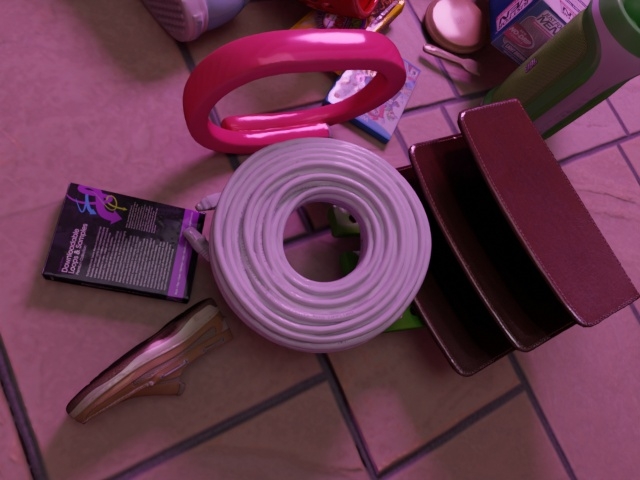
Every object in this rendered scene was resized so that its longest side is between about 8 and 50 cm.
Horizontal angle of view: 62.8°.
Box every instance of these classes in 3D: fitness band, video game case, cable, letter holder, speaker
[{"bbox_3d":[-0.029,-0.182,0.667,0.291,0.209,0.054,-13,78,-25],"label":"fitness band"},{"bbox_3d":[0.087,-0.249,0.849,0.119,0.015,0.166,31,63,-9],"label":"video game case"},{"bbox_3d":[0.000,0.000,0.614,0.257,0.089,0.257,-35,84,-13],"label":"cable"},{"bbox_3d":[0.215,-0.005,0.683,0.215,0.152,0.301,-18,75,-30],"label":"letter holder"},{"bbox_3d":[0.368,-0.245,0.799,0.131,0.296,0.131,7,68,-19],"label":"speaker"}]

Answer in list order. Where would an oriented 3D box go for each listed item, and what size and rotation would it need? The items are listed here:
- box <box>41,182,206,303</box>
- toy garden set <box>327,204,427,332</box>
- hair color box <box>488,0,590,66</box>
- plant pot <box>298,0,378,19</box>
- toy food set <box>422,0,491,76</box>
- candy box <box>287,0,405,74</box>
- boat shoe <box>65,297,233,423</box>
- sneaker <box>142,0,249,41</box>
[{"bbox_3d":[-0.227,0.004,0.622,0.162,0.029,0.116,14,66,-18],"label":"box"},{"bbox_3d":[0.108,0.008,0.744,0.204,0.049,0.244,-2,67,-27],"label":"toy garden set"},{"bbox_3d":[0.396,-0.443,0.946,0.174,0.105,0.347,28,52,-22],"label":"hair color box"},{"bbox_3d":[0.002,-0.437,0.773,0.174,0.191,0.191,14,63,15],"label":"plant pot"},{"bbox_3d":[0.249,-0.387,0.958,0.133,0.038,0.191,21,70,-6],"label":"toy food set"},{"bbox_3d":[0.045,-0.358,0.856,0.105,0.027,0.206,34,61,9],"label":"candy box"},{"bbox_3d":[-0.175,0.142,0.574,0.190,0.068,0.072,-36,99,-29],"label":"boat shoe"},{"bbox_3d":[-0.231,-0.459,0.741,0.150,0.135,0.365,-35,97,-29],"label":"sneaker"}]
